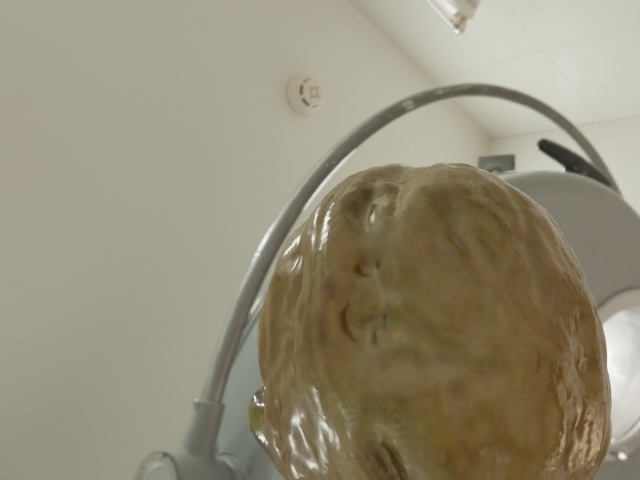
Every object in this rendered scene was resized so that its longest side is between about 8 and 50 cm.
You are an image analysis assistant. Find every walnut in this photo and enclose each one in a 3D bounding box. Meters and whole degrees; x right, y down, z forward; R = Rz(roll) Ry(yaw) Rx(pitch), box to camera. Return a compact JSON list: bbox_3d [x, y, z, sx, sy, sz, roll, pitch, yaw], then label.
[{"bbox_3d":[0.091,0.088,0.576,0.306,0.306,0.344,20,-123,-38],"label":"walnut"}]

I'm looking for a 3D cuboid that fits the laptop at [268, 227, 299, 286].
[{"bbox_3d":[0.000,0.000,0.908,0.016,0.180,0.129,42,-135,-20],"label":"laptop"}]

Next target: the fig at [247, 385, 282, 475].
[{"bbox_3d":[-0.005,0.239,0.797,0.154,0.144,0.166,28,-148,-55],"label":"fig"}]
